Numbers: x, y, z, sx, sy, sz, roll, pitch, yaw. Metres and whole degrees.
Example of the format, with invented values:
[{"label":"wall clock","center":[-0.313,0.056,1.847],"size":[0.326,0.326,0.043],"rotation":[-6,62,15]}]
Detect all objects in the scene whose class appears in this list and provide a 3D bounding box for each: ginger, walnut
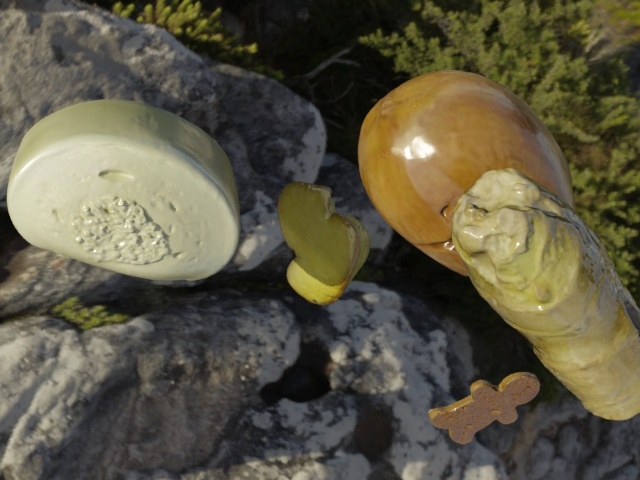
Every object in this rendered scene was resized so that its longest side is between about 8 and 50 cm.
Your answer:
[{"label":"ginger","center":[0.204,0.043,0.639],"size":[0.263,0.116,0.109],"rotation":[46,75,-21]},{"label":"walnut","center":[0.178,-0.061,0.835],"size":[0.297,0.203,0.203],"rotation":[32,73,-15]}]

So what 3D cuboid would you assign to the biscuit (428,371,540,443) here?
[{"label":"biscuit","center":[0.308,0.298,1.373],"size":[0.205,0.031,0.138],"rotation":[-36,123,21]}]

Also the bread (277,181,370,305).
[{"label":"bread","center":[0.000,0.000,1.006],"size":[0.065,0.188,0.149],"rotation":[-30,65,-36]}]

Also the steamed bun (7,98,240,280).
[{"label":"steamed bun","center":[-0.208,-0.071,0.833],"size":[0.250,0.200,0.155],"rotation":[16,116,-17]}]
